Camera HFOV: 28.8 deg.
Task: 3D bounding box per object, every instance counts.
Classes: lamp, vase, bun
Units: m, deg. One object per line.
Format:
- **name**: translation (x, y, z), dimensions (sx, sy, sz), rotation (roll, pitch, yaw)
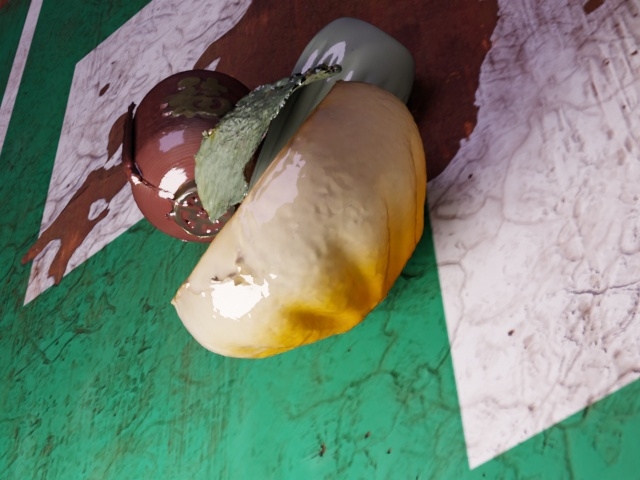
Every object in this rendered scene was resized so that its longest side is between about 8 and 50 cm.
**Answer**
- **lamp**: translation (-0.149, -0.104, 1.480), dimensions (0.180, 0.180, 0.258), rotation (-38, 33, 17)
- **vase**: translation (0.001, -0.118, 1.363), dimensions (0.248, 0.128, 0.128), rotation (-59, 31, -1)
- **bun**: translation (0.000, 0.000, 1.174), dimensions (0.299, 0.165, 0.299), rotation (-54, 2, 2)

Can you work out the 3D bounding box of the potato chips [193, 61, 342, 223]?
- **potato chips**: translation (-0.065, -0.108, 1.280), dimensions (0.228, 0.059, 0.167), rotation (-50, 22, 16)
